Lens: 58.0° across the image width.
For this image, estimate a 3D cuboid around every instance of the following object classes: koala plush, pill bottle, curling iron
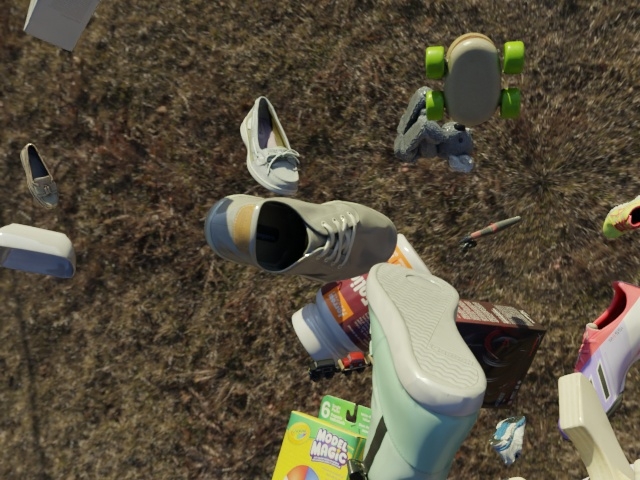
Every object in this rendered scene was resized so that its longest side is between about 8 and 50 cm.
[{"bbox_3d":[0.348,-0.298,1.688,0.221,0.196,0.203,13,142,-15],"label":"koala plush"},{"bbox_3d":[0.129,0.178,1.622,0.392,0.224,0.224,-36,82,8],"label":"pill bottle"},{"bbox_3d":[0.504,-0.028,1.716,0.035,0.273,0.068,56,148,17],"label":"curling iron"}]

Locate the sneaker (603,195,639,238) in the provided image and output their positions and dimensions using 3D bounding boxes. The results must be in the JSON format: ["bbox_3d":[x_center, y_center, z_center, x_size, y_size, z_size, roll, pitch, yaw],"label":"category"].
[{"bbox_3d":[0.905,-0.063,1.693,0.081,0.094,0.209,37,142,6],"label":"sneaker"}]

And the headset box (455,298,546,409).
[{"bbox_3d":[0.311,0.247,1.263,0.293,0.110,0.218,9,110,-22],"label":"headset box"}]

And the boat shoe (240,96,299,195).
[{"bbox_3d":[-0.129,-0.245,1.506,0.103,0.118,0.321,-62,36,39],"label":"boat shoe"}]

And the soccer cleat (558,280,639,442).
[{"bbox_3d":[0.523,0.227,1.085,0.116,0.108,0.318,33,93,-2],"label":"soccer cleat"}]

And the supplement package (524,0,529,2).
[{"bbox_3d":[0.475,-0.567,0.982,0.262,0.199,0.198,-9,89,15],"label":"supplement package"}]

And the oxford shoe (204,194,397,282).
[{"bbox_3d":[0.000,0.000,1.093,0.130,0.449,0.169,7,90,49],"label":"oxford shoe"}]

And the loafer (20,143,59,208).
[{"bbox_3d":[-0.526,-0.121,1.079,0.039,0.045,0.125,-27,87,55],"label":"loafer"}]

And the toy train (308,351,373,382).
[{"bbox_3d":[0.056,0.201,0.951,0.158,0.027,0.036,-8,116,-13],"label":"toy train"}]

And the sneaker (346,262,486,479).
[{"bbox_3d":[0.073,0.123,0.540,0.094,0.256,0.151,14,111,-3],"label":"sneaker"}]

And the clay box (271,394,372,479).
[{"bbox_3d":[-0.004,0.295,0.670,0.127,0.053,0.222,-2,68,52],"label":"clay box"}]

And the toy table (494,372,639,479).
[{"bbox_3d":[0.292,0.280,0.575,0.161,0.252,0.274,41,121,-19],"label":"toy table"}]

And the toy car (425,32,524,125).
[{"bbox_3d":[0.267,-0.304,1.025,0.154,0.188,0.149,1,124,11],"label":"toy car"}]

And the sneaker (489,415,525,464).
[{"bbox_3d":[0.506,0.530,1.529,0.071,0.190,0.083,-29,83,36],"label":"sneaker"}]

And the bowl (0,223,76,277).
[{"bbox_3d":[-0.505,0.017,1.027,0.141,0.142,0.053,13,66,-18],"label":"bowl"}]

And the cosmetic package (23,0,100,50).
[{"bbox_3d":[-0.388,-0.416,0.905,0.231,0.085,0.118,-26,57,45],"label":"cosmetic package"}]
